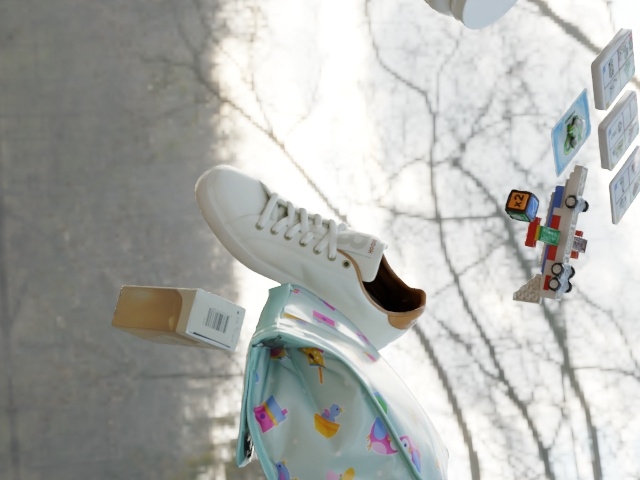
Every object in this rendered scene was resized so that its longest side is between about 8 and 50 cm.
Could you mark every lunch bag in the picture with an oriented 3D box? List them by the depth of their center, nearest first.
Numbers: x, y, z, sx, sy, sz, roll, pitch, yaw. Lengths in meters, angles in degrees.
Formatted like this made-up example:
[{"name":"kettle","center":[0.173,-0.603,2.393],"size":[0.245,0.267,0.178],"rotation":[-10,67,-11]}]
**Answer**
[{"name":"lunch bag","center":[0.009,0.174,1.197],"size":[0.262,0.160,0.223],"rotation":[58,9,-7]}]

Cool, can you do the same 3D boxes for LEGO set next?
[{"name":"LEGO set","center":[0.228,-0.060,1.118],"size":[0.060,0.244,0.182],"rotation":[11,-48,33]}]

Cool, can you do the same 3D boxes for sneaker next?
[{"name":"sneaker","center":[0.000,0.000,1.339],"size":[0.123,0.290,0.106],"rotation":[-36,-158,41]}]

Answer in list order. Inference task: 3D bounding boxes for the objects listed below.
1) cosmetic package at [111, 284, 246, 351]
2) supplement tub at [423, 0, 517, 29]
[{"name":"cosmetic package","center":[-0.126,0.068,1.076],"size":[0.115,0.060,0.041],"rotation":[-1,-111,48]},{"name":"supplement tub","center":[0.159,-0.373,1.533],"size":[0.199,0.144,0.144],"rotation":[47,-33,24]}]
